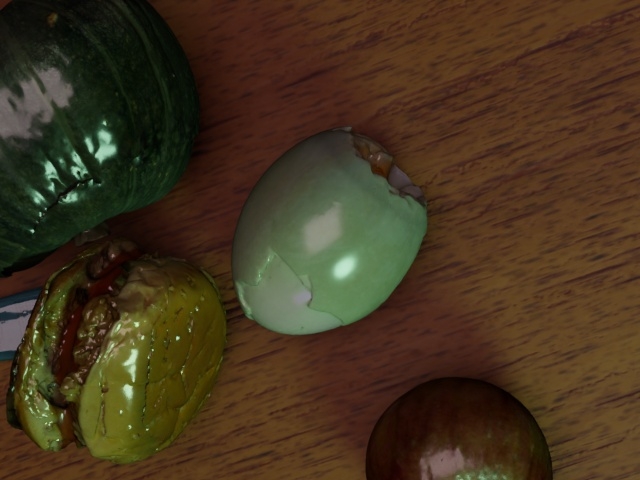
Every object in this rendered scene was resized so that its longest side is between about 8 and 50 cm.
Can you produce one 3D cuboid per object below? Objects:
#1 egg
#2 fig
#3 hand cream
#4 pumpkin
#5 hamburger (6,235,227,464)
[{"bbox_3d":[0.000,0.000,1.644,0.183,0.183,0.217,46,104,7],"label":"egg"},{"bbox_3d":[0.137,0.223,1.629,0.205,0.205,0.205,0,90,10],"label":"fig"},{"bbox_3d":[-0.355,0.097,1.778,0.224,0.048,0.083,-10,89,4],"label":"hand cream"},{"bbox_3d":[-0.287,-0.113,1.643,0.327,0.291,0.257,-29,93,18],"label":"pumpkin"},{"bbox_3d":[-0.205,0.116,1.652,0.163,0.244,0.244,23,94,12],"label":"hamburger"}]
